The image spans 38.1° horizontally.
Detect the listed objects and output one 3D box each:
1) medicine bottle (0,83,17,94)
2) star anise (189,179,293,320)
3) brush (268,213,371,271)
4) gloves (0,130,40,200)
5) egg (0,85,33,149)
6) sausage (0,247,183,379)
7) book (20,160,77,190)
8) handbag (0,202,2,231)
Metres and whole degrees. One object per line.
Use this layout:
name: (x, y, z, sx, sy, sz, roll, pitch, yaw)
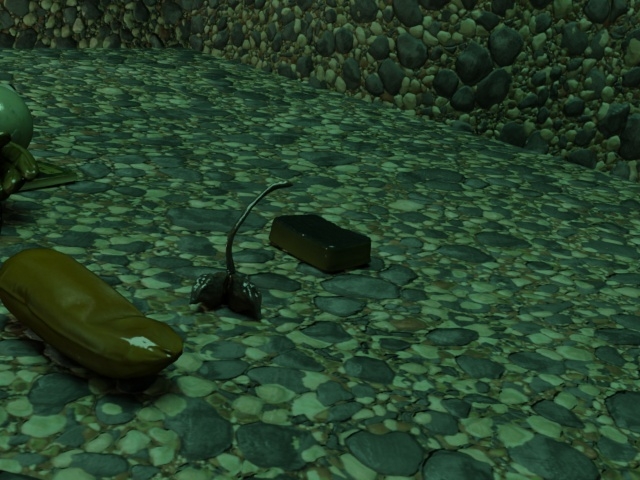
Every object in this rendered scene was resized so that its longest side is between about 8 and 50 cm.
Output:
medicine bottle: (-0.894, -0.319, 2.313, 0.258, 0.143, 0.143, -10, 25, -44)
star anise: (-0.121, 0.006, 1.580, 0.148, 0.227, 0.218, 12, 7, 34)
brush: (0.000, 0.000, 1.859, 0.123, 0.059, 0.197, -8, 25, -42)
gloves: (-0.689, -0.149, 1.869, 0.331, 0.154, 0.141, 13, -9, 24)
egg: (-0.765, -0.269, 2.147, 0.186, 0.186, 0.253, -5, 19, -33)
sausage: (-0.331, 0.114, 1.323, 0.354, 0.116, 0.134, 27, 12, 37)
book: (-0.684, -0.144, 2.071, 0.160, 0.024, 0.228, 19, 22, 36)
handbag: (-0.668, -0.048, 1.754, 0.115, 0.072, 0.139, 0, 7, -24)
